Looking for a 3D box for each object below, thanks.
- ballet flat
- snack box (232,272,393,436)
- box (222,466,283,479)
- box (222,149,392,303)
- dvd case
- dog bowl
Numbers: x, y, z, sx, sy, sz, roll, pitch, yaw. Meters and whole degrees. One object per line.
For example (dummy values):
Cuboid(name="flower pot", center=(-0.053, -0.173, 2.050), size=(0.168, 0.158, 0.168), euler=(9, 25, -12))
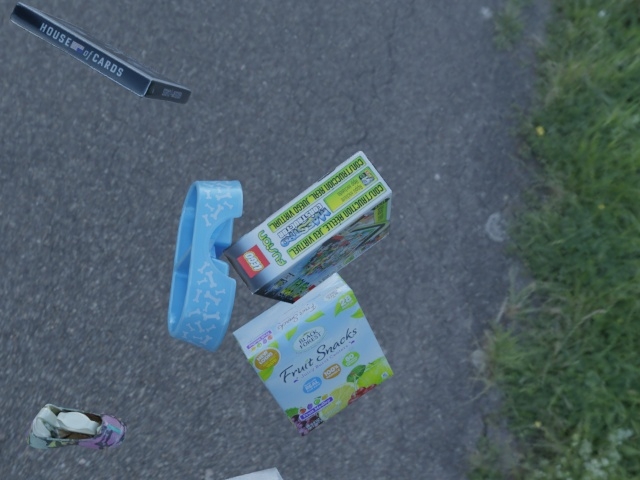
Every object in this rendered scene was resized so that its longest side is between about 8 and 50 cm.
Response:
Cuboid(name="ballet flat", center=(-0.436, 0.317, 1.232), size=(0.079, 0.222, 0.077), euler=(58, 37, -44))
Cuboid(name="snack box", center=(-0.006, 0.169, 1.058), size=(0.174, 0.207, 0.070), euler=(-34, 38, -7))
Cuboid(name="box", center=(-0.094, 0.310, 0.633), size=(0.231, 0.056, 0.183), euler=(2, 37, -41))
Cuboid(name="box", center=(0.000, 0.000, 0.558), size=(0.114, 0.207, 0.036), euler=(-36, 82, 0))
Cuboid(name="dvd case", center=(-0.275, -0.237, 0.945), size=(0.179, 0.029, 0.238), euler=(30, 9, -4))
Cuboid(name="dog bowl", center=(-0.194, 0.033, 1.185), size=(0.074, 0.166, 0.297), euler=(12, 65, -21))
